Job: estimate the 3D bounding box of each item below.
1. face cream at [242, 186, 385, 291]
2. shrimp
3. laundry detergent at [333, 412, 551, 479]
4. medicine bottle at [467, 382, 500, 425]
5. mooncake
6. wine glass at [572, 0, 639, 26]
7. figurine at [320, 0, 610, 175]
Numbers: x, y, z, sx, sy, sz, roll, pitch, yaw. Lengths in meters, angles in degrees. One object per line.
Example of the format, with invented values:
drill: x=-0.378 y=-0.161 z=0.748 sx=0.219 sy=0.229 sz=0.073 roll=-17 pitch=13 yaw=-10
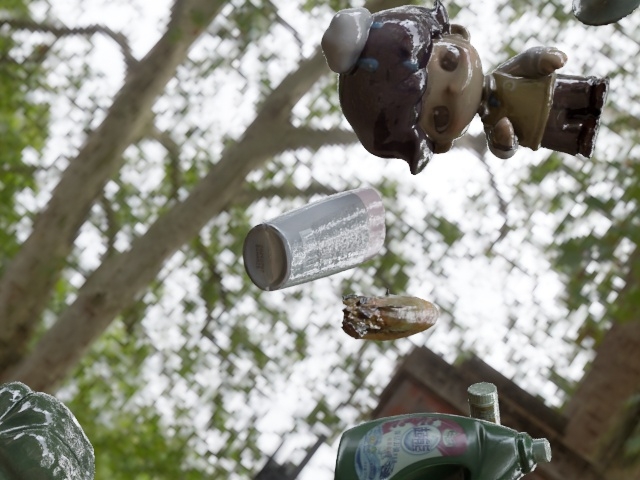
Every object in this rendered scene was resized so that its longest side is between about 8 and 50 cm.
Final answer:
face cream: x=0.000 y=0.000 z=1.942 sx=0.073 sy=0.269 sz=0.107 roll=10 pitch=-75 yaw=29
shrimp: x=0.094 y=0.121 z=2.335 sx=0.249 sy=0.150 sz=0.068 roll=27 pitch=43 yaw=-60
laundry detergent: x=0.121 y=0.227 z=1.451 sx=0.211 sy=0.137 sz=0.063 roll=-8 pitch=-53 yaw=17
medicine bottle: x=0.260 y=0.272 z=2.337 sx=0.047 sy=0.047 sz=0.083 roll=17 pitch=-57 yaw=47
mooncake: x=-0.324 y=0.232 z=1.532 sx=0.175 sy=0.168 sz=0.104 roll=-1 pitch=-42 yaw=32
wine glass: x=0.232 y=-0.298 z=1.389 sx=0.093 sy=0.093 sz=0.202 roll=16 pitch=-23 yaw=48
figurine: x=0.193 y=-0.191 z=1.999 sx=0.365 sy=0.206 sz=0.218 roll=18 pitch=-60 yaw=23
